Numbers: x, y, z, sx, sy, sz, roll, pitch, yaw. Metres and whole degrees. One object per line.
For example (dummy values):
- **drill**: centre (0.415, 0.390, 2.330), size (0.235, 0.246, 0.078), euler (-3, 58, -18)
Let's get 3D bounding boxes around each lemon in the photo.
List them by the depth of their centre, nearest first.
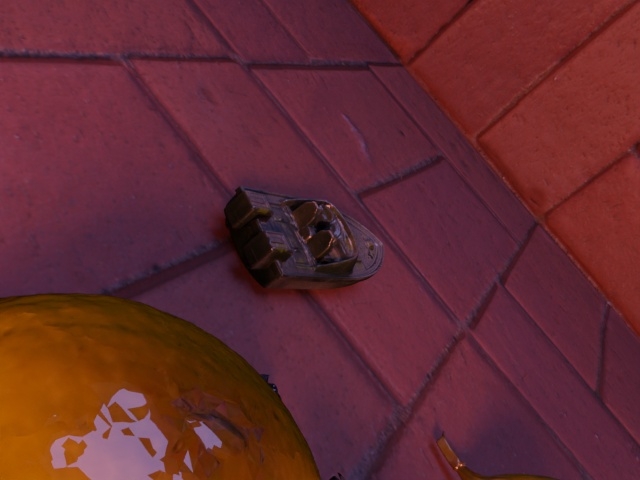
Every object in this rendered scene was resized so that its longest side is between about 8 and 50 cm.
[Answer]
- **lemon**: centre (-0.131, 0.161, 0.397), size (0.284, 0.261, 0.260), euler (38, 22, -58)

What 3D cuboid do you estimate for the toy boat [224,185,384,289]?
- **toy boat**: centre (0.000, 0.000, 0.961), size (0.320, 0.092, 0.141), euler (7, 50, -53)

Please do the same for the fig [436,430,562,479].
- **fig**: centre (0.242, 0.338, 0.848), size (0.257, 0.159, 0.159), euler (43, 22, 30)

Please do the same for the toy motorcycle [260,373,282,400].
- **toy motorcycle**: centre (-0.100, 0.165, 0.644), size (0.100, 0.058, 0.173), euler (42, 29, 2)

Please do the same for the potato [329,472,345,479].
- **potato**: centre (0.045, 0.317, 0.541), size (0.239, 0.116, 0.299), euler (55, -7, 37)
